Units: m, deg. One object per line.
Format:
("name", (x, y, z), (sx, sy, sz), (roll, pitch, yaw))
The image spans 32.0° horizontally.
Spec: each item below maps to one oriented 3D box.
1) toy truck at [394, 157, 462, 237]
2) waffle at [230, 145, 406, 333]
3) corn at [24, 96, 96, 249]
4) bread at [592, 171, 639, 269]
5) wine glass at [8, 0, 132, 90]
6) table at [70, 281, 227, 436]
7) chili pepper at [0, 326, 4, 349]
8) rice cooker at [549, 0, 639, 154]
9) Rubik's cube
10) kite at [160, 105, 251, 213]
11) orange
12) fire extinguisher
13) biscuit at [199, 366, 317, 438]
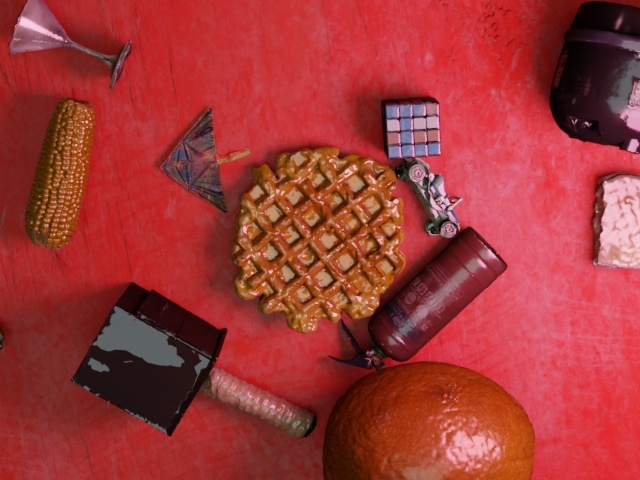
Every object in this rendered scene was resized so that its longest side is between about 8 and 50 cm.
("toy truck", (0.196, -0.081, 1.909), (0.078, 0.080, 0.154), (-32, 101, -11))
("waffle", (0.000, 0.000, 1.920), (0.301, 0.068, 0.325), (6, 98, -1))
("corn", (-0.437, -0.112, 1.890), (0.091, 0.091, 0.260), (26, 104, 36))
("bread", (0.542, -0.009, 1.930), (0.232, 0.064, 0.172), (44, 99, -7))
("wine glass", (-0.407, -0.324, 1.836), (0.182, 0.122, 0.122), (21, 101, -9))
("table", (-0.288, 0.193, 1.917), (0.193, 0.169, 0.172), (30, 100, -5))
("chili pepper", (-0.645, 0.137, 1.964), (0.201, 0.050, 0.052), (17, 118, -1))
("rice cooker", (0.496, -0.254, 1.783), (0.267, 0.267, 0.225), (13, 98, -3))
("Rubik's cube", (0.151, -0.190, 1.874), (0.092, 0.092, 0.092), (-3, 103, 0))
("kite", (-0.197, -0.137, 1.927), (0.159, 0.010, 0.190), (-6, 104, -1))
("orange", (0.185, 0.366, 1.884), (0.356, 0.322, 0.322), (-3, 102, -10))
("fire extinguisher", (0.157, 0.115, 1.945), (0.344, 0.102, 0.138), (-43, 67, 9))
("biscuit", (-0.111, 0.293, 1.997), (0.219, 0.055, 0.061), (28, 111, -6))
